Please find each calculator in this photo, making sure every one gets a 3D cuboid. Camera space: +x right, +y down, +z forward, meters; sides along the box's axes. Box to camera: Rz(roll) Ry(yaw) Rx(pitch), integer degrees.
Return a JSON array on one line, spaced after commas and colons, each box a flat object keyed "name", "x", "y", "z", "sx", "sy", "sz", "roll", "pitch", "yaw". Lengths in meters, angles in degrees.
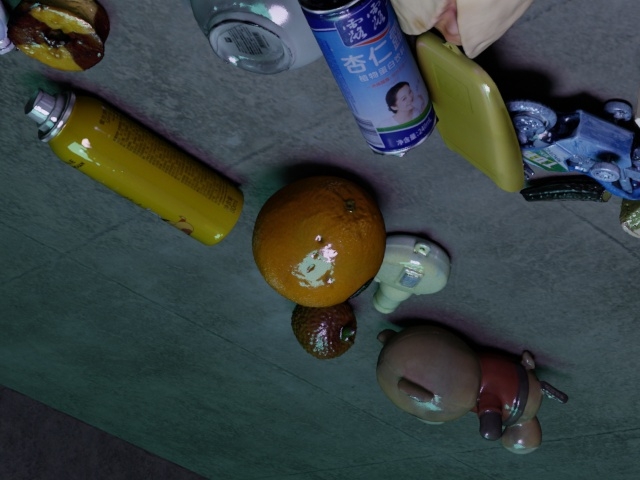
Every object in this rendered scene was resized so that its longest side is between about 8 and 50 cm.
[{"name": "calculator", "x": 0.174, "y": -0.153, "z": 1.468, "sx": 0.157, "sy": 0.033, "sz": 0.236, "roll": 44, "pitch": 167, "yaw": 38}]

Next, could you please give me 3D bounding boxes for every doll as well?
[{"name": "doll", "x": 0.255, "y": 0.251, "z": 2.151, "sx": 0.330, "sy": 0.235, "sz": 0.174, "roll": 17, "pitch": 112, "yaw": -18}]

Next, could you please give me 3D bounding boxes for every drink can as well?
[{"name": "drink can", "x": 0.057, "y": -0.207, "z": 1.414, "sx": 0.097, "sy": 0.097, "sz": 0.235, "roll": 2, "pitch": 142, "yaw": 28}]

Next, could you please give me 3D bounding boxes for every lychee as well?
[{"name": "lychee", "x": 0.009, "y": 0.151, "z": 2.170, "sx": 0.146, "sy": 0.114, "sz": 0.114, "roll": 21, "pitch": 163, "yaw": 41}]

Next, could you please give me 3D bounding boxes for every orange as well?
[{"name": "orange", "x": 0.000, "y": 0.000, "z": 1.786, "sx": 0.206, "sy": 0.206, "sz": 0.206, "roll": 14, "pitch": 154, "yaw": 7}]

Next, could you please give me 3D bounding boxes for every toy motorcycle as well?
[{"name": "toy motorcycle", "x": 0.313, "y": -0.109, "z": 1.495, "sx": 0.254, "sy": 0.092, "sz": 0.135, "roll": 19, "pitch": 161, "yaw": -17}]

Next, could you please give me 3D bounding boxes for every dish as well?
[{"name": "dish", "x": -0.072, "y": -0.261, "z": 1.435, "sx": 0.224, "sy": 0.078, "sz": 0.246, "roll": 14, "pitch": 154, "yaw": 8}]

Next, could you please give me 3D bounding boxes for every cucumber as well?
[{"name": "cucumber", "x": 0.328, "y": -0.068, "z": 1.631, "sx": 0.135, "sy": 0.034, "sz": 0.033, "roll": 4, "pitch": 166, "yaw": 34}]

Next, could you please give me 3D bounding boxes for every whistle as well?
[{"name": "whistle", "x": 0.130, "y": 0.059, "z": 1.966, "sx": 0.126, "sy": 0.067, "sz": 0.258, "roll": 20, "pitch": 156, "yaw": -3}]

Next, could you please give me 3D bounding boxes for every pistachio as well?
[{"name": "pistachio", "x": 0.135, "y": -0.282, "z": 1.146, "sx": 0.187, "sy": 0.187, "sz": 0.299, "roll": 15, "pitch": 158, "yaw": 4}]

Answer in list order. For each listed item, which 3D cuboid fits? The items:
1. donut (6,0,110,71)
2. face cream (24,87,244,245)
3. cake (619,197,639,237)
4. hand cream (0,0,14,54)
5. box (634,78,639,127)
[{"name": "donut", "x": -0.334, "y": -0.276, "z": 1.584, "sx": 0.140, "sy": 0.059, "sz": 0.140, "roll": 13, "pitch": 153, "yaw": 7}, {"name": "face cream", "x": -0.277, "y": -0.116, "z": 1.816, "sx": 0.348, "sy": 0.105, "sz": 0.105, "roll": 33, "pitch": 150, "yaw": -29}, {"name": "cake", "x": 0.447, "y": -0.060, "z": 1.586, "sx": 0.051, "sy": 0.055, "sz": 0.140, "roll": 28, "pitch": 135, "yaw": -20}, {"name": "hand cream", "x": -0.446, "y": -0.305, "z": 1.614, "sx": 0.084, "sy": 0.053, "sz": 0.142, "roll": 4, "pitch": 141, "yaw": 27}, {"name": "box", "x": 0.473, "y": -0.137, "z": 1.334, "sx": 0.212, "sy": 0.095, "sz": 0.168, "roll": -7, "pitch": 147, "yaw": 39}]
